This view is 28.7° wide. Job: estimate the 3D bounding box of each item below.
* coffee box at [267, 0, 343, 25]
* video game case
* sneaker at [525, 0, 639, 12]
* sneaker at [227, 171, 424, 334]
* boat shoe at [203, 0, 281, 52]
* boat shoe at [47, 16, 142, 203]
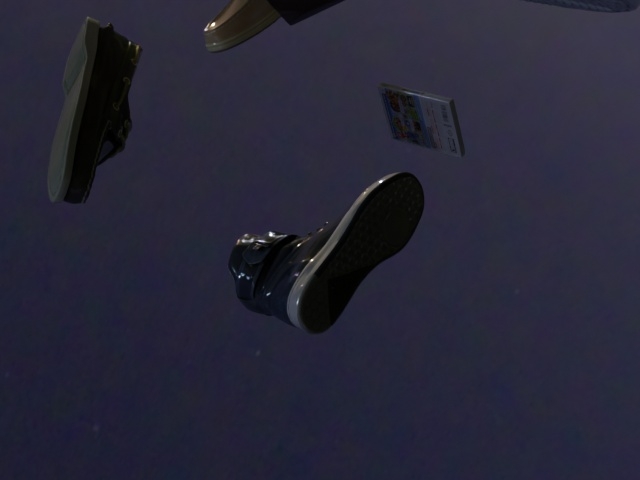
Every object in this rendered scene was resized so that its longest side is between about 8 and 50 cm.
[{"bbox_3d":[-0.018,-0.376,1.159,0.119,0.168,0.297,36,-146,-66],"label":"coffee box"},{"bbox_3d":[0.131,-0.157,1.633,0.122,0.087,0.011,19,-130,40],"label":"video game case"},{"bbox_3d":[0.006,-0.153,0.420,0.258,0.091,0.094,31,-166,31],"label":"sneaker"},{"bbox_3d":[-0.001,-0.001,1.391,0.226,0.086,0.163,-46,-148,-25],"label":"sneaker"},{"bbox_3d":[-0.081,-0.409,1.915,0.098,0.302,0.109,51,165,-27],"label":"boat shoe"},{"bbox_3d":[-0.211,-0.122,1.196,0.069,0.081,0.227,20,-133,-22],"label":"boat shoe"}]
